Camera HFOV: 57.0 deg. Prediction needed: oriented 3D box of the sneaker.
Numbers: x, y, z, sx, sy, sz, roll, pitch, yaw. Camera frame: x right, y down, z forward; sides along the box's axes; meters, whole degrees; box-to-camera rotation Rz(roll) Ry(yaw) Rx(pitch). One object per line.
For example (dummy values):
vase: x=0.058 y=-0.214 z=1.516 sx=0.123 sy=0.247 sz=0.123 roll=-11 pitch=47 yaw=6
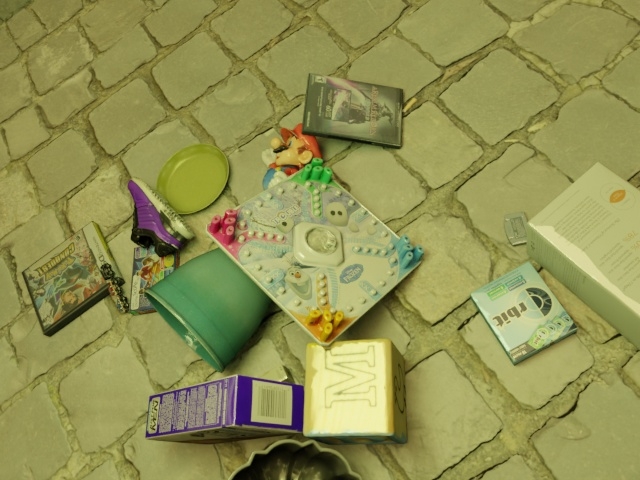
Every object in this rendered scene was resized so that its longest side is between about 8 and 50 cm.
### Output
sneaker: x=-0.495 y=-0.061 z=1.678 sx=0.146 sy=0.102 sz=0.293 roll=-46 pitch=60 yaw=-2

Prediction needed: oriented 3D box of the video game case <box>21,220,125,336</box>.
video game case: x=-0.743 y=0.109 z=1.760 sx=0.275 sy=0.035 sz=0.248 roll=-36 pitch=60 yaw=0

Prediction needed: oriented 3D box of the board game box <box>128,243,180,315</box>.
board game box: x=-0.469 y=0.104 z=1.670 sx=0.136 sy=0.035 sz=0.201 roll=-10 pitch=63 yaw=14

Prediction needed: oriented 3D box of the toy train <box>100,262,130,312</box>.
toy train: x=-0.582 y=0.137 z=1.668 sx=0.036 sy=0.027 sz=0.158 roll=-30 pitch=82 yaw=4

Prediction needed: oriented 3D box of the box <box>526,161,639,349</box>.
box: x=0.643 y=0.037 z=1.252 sx=0.215 sy=0.168 sz=0.345 roll=-40 pitch=60 yaw=-3

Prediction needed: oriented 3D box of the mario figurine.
mario figurine: x=-0.128 y=-0.191 z=1.620 sx=0.198 sy=0.170 sz=0.320 roll=21 pitch=76 yaw=28

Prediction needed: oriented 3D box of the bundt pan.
bundt pan: x=-0.064 y=0.577 z=1.203 sx=0.331 sy=0.124 sz=0.330 roll=6 pitch=69 yaw=-16

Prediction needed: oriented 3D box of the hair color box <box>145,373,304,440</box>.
hair color box: x=-0.216 y=0.379 z=1.294 sx=0.339 sy=0.185 sz=0.110 roll=-22 pitch=58 yaw=42

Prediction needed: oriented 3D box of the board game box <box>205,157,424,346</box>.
board game box: x=0.000 y=0.000 z=1.387 sx=0.390 sy=0.050 sz=0.390 roll=43 pitch=51 yaw=15

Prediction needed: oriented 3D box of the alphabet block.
alphabet block: x=0.080 y=0.336 z=1.291 sx=0.194 sy=0.192 sz=0.197 roll=-5 pitch=66 yaw=14

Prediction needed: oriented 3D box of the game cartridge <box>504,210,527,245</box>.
game cartridge: x=0.475 y=-0.028 z=1.426 sx=0.056 sy=0.017 sz=0.083 roll=-11 pitch=63 yaw=10

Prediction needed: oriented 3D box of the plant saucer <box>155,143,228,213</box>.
plant saucer: x=-0.379 y=-0.180 z=1.772 sx=0.241 sy=0.037 sz=0.240 roll=-7 pitch=64 yaw=15

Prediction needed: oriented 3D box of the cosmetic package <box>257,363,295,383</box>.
cosmetic package: x=-0.126 y=0.350 z=1.427 sx=0.115 sy=0.060 sz=0.041 roll=-30 pitch=59 yaw=2

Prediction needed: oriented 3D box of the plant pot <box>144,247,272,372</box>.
plant pot: x=-0.245 y=0.141 z=1.462 sx=0.272 sy=0.271 sz=0.255 roll=35 pitch=66 yaw=29

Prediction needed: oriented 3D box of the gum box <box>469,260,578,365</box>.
gum box: x=0.454 y=0.162 z=1.329 sx=0.157 sy=0.041 sz=0.184 roll=-29 pitch=61 yaw=4

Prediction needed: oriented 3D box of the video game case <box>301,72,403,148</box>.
video game case: x=0.092 y=-0.361 z=1.640 sx=0.274 sy=0.026 sz=0.196 roll=8 pitch=66 yaw=-5
